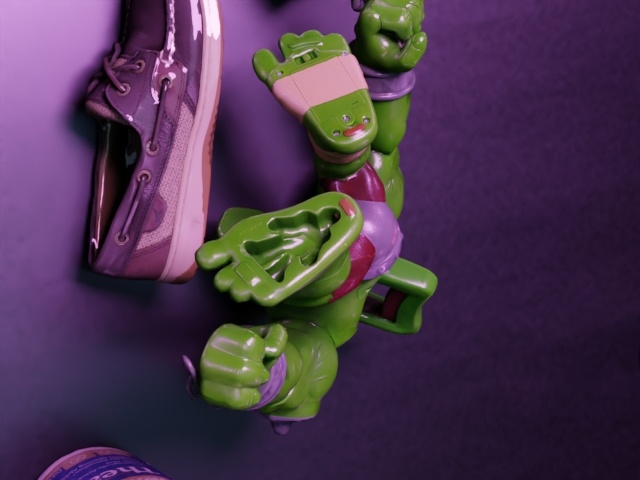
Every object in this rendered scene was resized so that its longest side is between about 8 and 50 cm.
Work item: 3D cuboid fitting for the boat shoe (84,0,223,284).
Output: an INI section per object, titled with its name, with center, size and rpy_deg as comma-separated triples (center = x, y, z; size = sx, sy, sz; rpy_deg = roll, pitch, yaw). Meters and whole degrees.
[boat shoe]
center = -0.073, -0.056, 0.695
size = 0.049, 0.056, 0.152
rpy_deg = -2, 96, -30

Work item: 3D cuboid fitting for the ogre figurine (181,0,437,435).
[ogre figurine]
center = 0.000, 0.000, 0.691
size = 0.097, 0.118, 0.197
rpy_deg = -1, 58, 4

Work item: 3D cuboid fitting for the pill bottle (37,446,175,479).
[pill bottle]
center = -0.075, 0.127, 0.675
size = 0.067, 0.120, 0.067
rpy_deg = -2, 96, -25
